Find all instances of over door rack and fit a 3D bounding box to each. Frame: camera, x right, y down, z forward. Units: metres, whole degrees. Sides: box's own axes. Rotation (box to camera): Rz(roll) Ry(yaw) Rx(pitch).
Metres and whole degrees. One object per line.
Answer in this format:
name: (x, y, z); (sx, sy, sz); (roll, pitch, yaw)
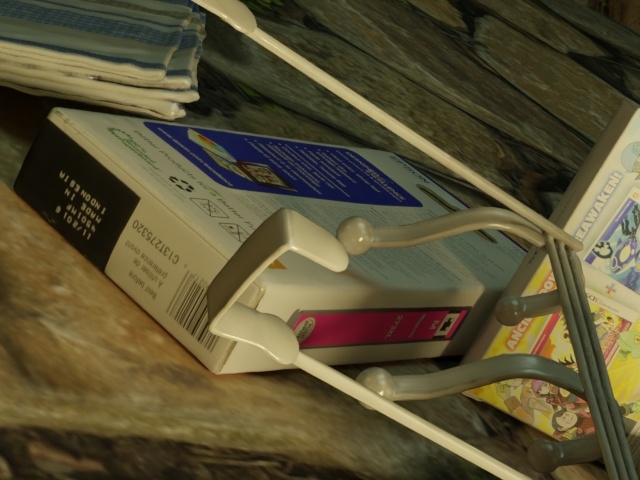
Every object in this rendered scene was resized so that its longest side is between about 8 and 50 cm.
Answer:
over door rack: (0.036, 0.028, 0.775); (0.324, 0.108, 0.239); (43, 26, -37)

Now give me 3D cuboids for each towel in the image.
towel: (-0.180, -0.143, 1.103); (0.209, 0.034, 0.285); (11, 18, -5)

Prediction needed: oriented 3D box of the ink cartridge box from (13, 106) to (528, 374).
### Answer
ink cartridge box: (0.000, 0.000, 1.018); (0.176, 0.069, 0.371); (39, 21, 28)

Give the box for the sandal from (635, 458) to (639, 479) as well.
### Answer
sandal: (0.327, 0.195, 0.979); (0.303, 0.086, 0.120); (27, 17, -11)

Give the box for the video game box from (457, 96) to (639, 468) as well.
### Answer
video game box: (0.214, 0.045, 1.015); (0.187, 0.205, 0.048); (28, 13, -12)
